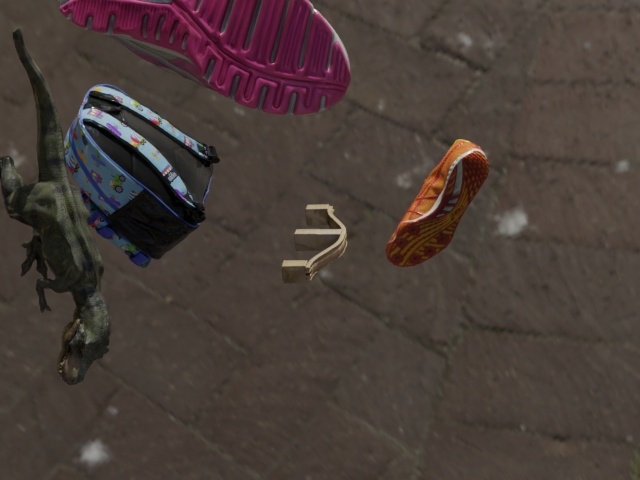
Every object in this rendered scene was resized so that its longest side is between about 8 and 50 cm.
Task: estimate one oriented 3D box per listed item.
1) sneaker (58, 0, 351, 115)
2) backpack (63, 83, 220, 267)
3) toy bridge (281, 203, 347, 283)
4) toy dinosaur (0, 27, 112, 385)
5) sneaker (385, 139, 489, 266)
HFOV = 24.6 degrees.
[{"bbox_3d":[-0.085,-0.175,1.201,0.252,0.111,0.103,27,94,11],"label":"sneaker"},{"bbox_3d":[-0.212,-0.078,1.605,0.117,0.173,0.158,-40,24,27],"label":"backpack"},{"bbox_3d":[0.000,0.000,1.788,0.063,0.026,0.188,-1,25,11],"label":"toy bridge"},{"bbox_3d":[-0.217,-0.023,1.141,0.064,0.268,0.118,-15,3,-36],"label":"toy dinosaur"},{"bbox_3d":[0.140,-0.041,1.762,0.175,0.064,0.067,-52,22,9],"label":"sneaker"}]
